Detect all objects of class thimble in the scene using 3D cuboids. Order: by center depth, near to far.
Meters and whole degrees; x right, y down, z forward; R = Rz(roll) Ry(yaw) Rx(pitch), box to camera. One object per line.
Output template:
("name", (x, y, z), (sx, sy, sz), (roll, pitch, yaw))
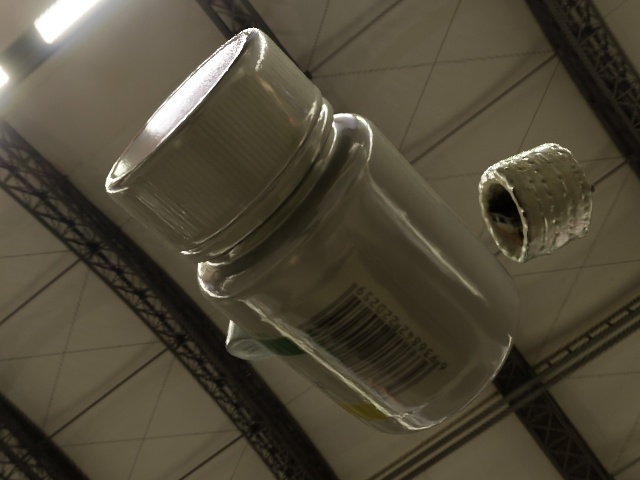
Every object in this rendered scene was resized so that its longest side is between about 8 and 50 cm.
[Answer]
("thimble", (0.235, -0.041, 0.711), (0.090, 0.102, 0.115), (-23, -90, -14))

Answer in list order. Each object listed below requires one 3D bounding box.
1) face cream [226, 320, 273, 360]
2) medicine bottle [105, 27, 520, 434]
("face cream", (-0.068, 0.044, 0.781), (0.084, 0.057, 0.198), (-30, -140, 43))
("medicine bottle", (0.000, 0.000, 0.570), (0.208, 0.208, 0.339), (-44, -66, 8))
